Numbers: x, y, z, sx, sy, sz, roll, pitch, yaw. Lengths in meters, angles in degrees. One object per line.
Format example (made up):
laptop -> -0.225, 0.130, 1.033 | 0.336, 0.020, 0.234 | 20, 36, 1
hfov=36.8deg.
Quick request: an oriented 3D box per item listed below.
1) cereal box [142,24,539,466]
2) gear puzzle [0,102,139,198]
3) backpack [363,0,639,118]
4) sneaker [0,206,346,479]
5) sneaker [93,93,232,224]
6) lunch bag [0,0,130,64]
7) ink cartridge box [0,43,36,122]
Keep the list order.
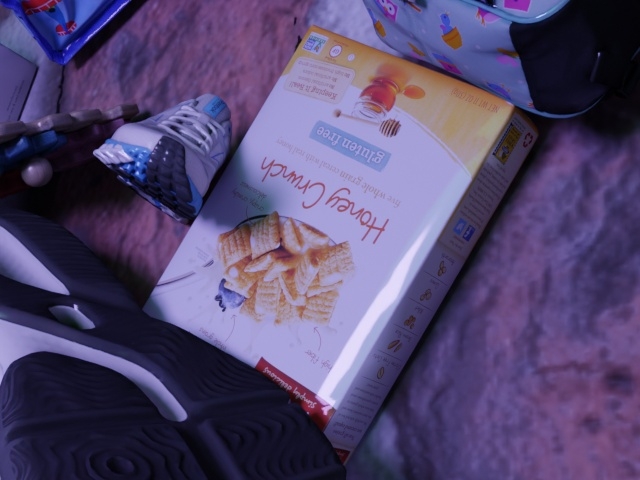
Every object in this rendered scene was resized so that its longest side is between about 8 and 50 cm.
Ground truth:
cereal box -> 0.000, 0.000, 0.589 | 0.173, 0.047, 0.240 | 29, 89, 38
gear puzzle -> -0.306, -0.025, 0.745 | 0.339, 0.175, 0.044 | -18, 94, 27
backpack -> 0.102, -0.173, 0.528 | 0.166, 0.144, 0.188 | -49, 41, -11
sneaker -> -0.145, 0.176, 0.545 | 0.447, 0.169, 0.257 | 36, 116, 44
sneaker -> -0.090, -0.062, 0.610 | 0.083, 0.071, 0.191 | -54, 8, -5
lunch bag -> -0.174, -0.331, 0.807 | 0.293, 0.138, 0.221 | -36, 52, 6
ink cartridge box -> -0.371, -0.166, 0.792 | 0.134, 0.231, 0.078 | 9, 76, 37
